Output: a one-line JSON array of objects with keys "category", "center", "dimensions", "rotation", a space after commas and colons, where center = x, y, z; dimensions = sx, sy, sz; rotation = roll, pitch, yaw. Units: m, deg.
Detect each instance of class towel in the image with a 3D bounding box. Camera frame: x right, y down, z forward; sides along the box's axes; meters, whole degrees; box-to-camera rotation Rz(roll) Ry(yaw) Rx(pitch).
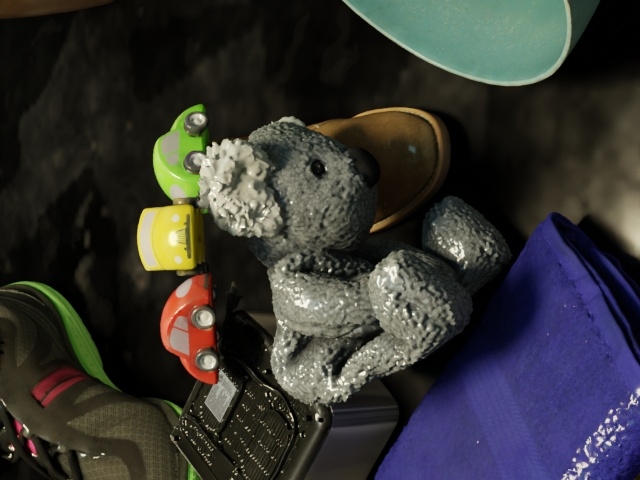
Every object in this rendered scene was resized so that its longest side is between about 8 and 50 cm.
[{"category": "towel", "center": [0.155, 0.159, 0.917], "dimensions": [0.308, 0.076, 0.227], "rotation": [-59, 25, 26]}]

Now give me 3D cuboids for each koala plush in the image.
[{"category": "koala plush", "center": [0.000, 0.000, 0.959], "dimensions": [0.203, 0.196, 0.221], "rotation": [-35, 93, 27]}]

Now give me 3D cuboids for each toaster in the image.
[{"category": "toaster", "center": [-0.036, 0.161, 1.107], "dimensions": [0.168, 0.110, 0.185], "rotation": [43, 117, 37]}]

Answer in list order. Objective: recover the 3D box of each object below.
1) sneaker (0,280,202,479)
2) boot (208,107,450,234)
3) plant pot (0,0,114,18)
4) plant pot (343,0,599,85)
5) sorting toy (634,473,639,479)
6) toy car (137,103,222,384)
[{"category": "sneaker", "center": [-0.297, 0.205, 1.303], "dimensions": [0.483, 0.202, 0.185], "rotation": [32, 111, 41]}, {"category": "boot", "center": [-0.020, -0.061, 1.101], "dimensions": [0.305, 0.115, 0.112], "rotation": [-8, 79, 43]}, {"category": "plant pot", "center": [-0.331, -0.341, 1.345], "dimensions": [0.215, 0.230, 0.215], "rotation": [-2, 87, 45]}, {"category": "plant pot", "center": [0.119, -0.286, 0.892], "dimensions": [0.290, 0.290, 0.195], "rotation": [26, 70, 43]}, {"category": "sorting toy", "center": [0.226, 0.257, 0.888], "dimensions": [0.208, 0.038, 0.193], "rotation": [44, 118, 38]}, {"category": "toy car", "center": [-0.120, -0.018, 1.029], "dimensions": [0.239, 0.053, 0.225], "rotation": [89, 177, -57]}]
